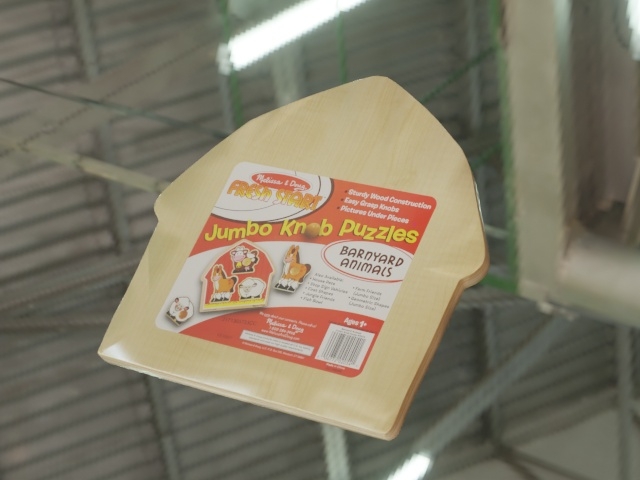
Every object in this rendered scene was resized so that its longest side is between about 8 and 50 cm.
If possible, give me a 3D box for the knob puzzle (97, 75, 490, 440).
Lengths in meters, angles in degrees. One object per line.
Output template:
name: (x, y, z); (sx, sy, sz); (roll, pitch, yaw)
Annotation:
knob puzzle: (0.000, 0.000, 0.776); (0.213, 0.213, 0.030); (-58, -34, -19)
